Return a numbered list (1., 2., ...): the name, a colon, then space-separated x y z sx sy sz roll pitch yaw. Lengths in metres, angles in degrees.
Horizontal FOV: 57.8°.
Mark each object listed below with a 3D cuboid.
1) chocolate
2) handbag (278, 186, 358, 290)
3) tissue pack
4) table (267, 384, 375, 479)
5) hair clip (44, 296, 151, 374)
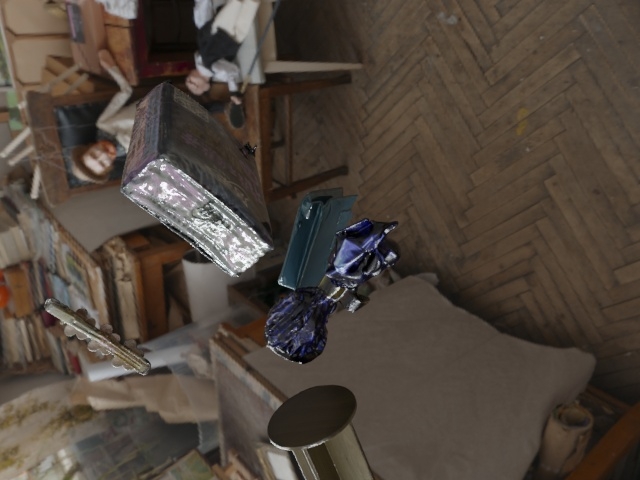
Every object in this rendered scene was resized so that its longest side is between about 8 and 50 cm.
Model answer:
1. chocolate: 0.031 0.073 1.002 0.343 0.148 0.126 -52 27 34
2. handbag: 0.000 0.000 1.276 0.062 0.179 0.229 26 111 24
3. tissue pack: -0.215 -0.126 1.041 0.122 0.259 0.361 -40 34 16
4. table: 0.022 0.406 1.061 0.167 0.167 0.226 3 119 51
5. hair clip: -0.395 0.170 1.030 0.214 0.062 0.056 40 175 -20
